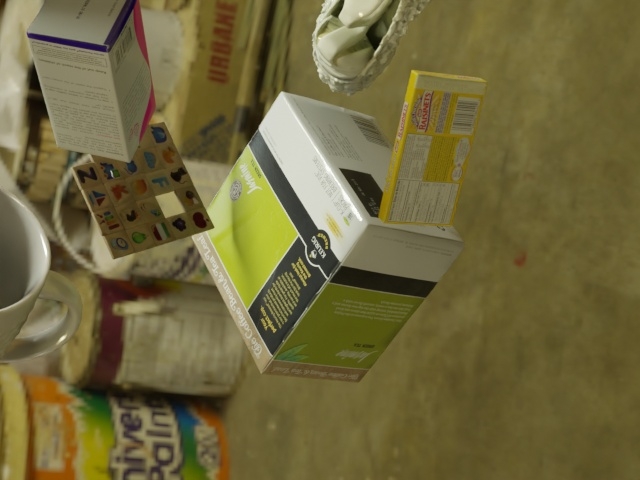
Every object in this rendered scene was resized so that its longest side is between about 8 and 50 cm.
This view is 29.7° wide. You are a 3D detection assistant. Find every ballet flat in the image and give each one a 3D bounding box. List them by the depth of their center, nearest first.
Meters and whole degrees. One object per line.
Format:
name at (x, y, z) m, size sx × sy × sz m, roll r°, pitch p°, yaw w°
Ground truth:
ballet flat at (0.061, -0.341, 1.818) m, size 0.409 × 0.147 × 0.147 m, roll 129°, pitch 141°, yaw -54°

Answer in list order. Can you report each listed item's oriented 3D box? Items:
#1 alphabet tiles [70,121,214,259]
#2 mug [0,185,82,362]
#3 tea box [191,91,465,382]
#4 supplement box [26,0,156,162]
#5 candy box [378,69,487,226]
alphabet tiles at (-0.292, -0.100, 1.893) m, size 0.009 × 0.198 × 0.237 m, roll -36°, pitch 77°, yaw 48°
mug at (-0.545, 0.104, 1.824) m, size 0.328 × 0.374 × 0.276 m, roll -53°, pitch 40°, yaw 39°
tea box at (0.000, 0.000, 1.950) m, size 0.323 × 0.220 × 0.329 m, roll -54°, pitch 46°, yaw 27°
supplement box at (-0.292, -0.219, 1.572) m, size 0.220 × 0.114 × 0.111 m, roll 88°, pitch -164°, yaw -52°
candy box at (0.147, -0.118, 1.587) m, size 0.027 × 0.105 × 0.205 m, roll -128°, pitch 46°, yaw -60°
